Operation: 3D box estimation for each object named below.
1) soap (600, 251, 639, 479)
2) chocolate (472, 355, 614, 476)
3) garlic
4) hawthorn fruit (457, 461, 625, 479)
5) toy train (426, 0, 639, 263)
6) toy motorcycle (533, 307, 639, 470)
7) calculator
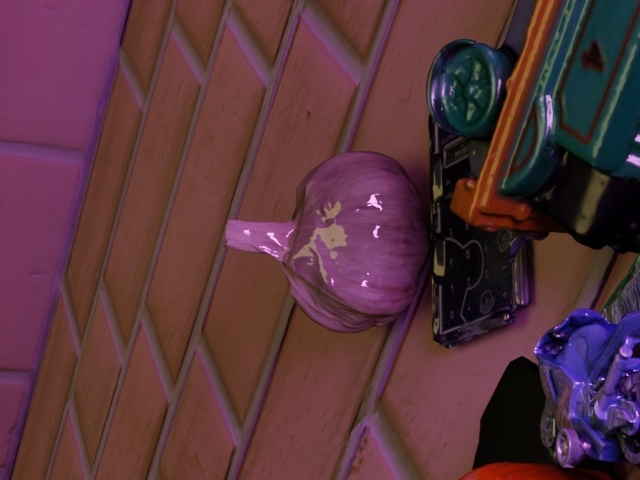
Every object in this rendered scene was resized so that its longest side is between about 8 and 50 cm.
[{"bbox_3d":[0.277,0.053,0.971,0.273,0.098,0.218,108,159,-53],"label":"soap"},{"bbox_3d":[0.203,0.181,1.201,0.125,0.080,0.149,-1,75,55],"label":"chocolate"},{"bbox_3d":[0.000,0.000,1.549,0.218,0.212,0.219,-176,90,-72],"label":"garlic"},{"bbox_3d":[0.157,0.254,1.031,0.211,0.299,0.211,-26,45,30],"label":"hawthorn fruit"},{"bbox_3d":[0.243,-0.155,1.098,0.249,0.178,0.429,43,123,50],"label":"toy train"},{"bbox_3d":[0.195,0.099,0.960,0.205,0.076,0.114,146,127,-76],"label":"toy motorcycle"},{"bbox_3d":[0.157,-0.036,1.423,0.165,0.028,0.274,148,125,-61],"label":"calculator"}]
